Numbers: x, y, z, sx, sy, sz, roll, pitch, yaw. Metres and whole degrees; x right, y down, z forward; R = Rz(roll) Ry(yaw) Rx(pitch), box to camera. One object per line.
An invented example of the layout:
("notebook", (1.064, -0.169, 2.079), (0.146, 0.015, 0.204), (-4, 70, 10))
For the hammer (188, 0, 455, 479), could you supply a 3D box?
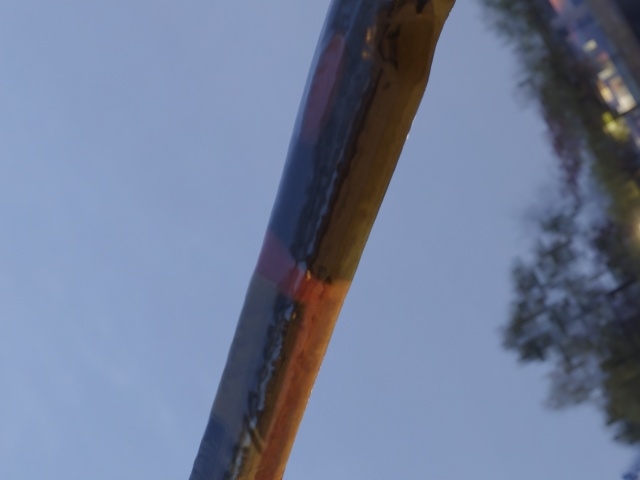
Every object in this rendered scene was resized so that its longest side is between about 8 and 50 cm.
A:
("hammer", (-0.001, 0.000, 0.384), (0.033, 0.288, 0.111), (15, -174, -43))
